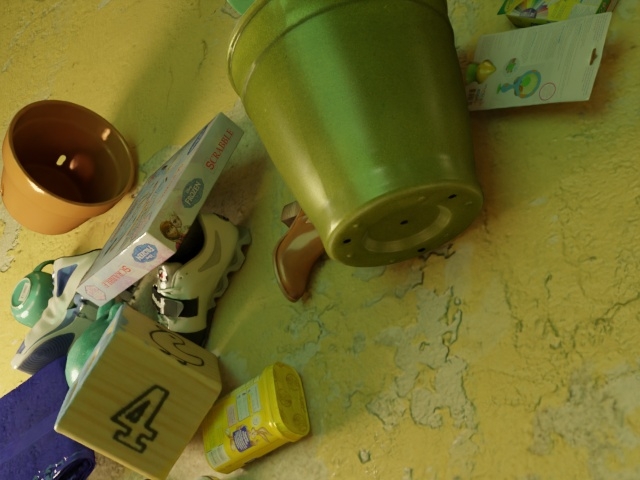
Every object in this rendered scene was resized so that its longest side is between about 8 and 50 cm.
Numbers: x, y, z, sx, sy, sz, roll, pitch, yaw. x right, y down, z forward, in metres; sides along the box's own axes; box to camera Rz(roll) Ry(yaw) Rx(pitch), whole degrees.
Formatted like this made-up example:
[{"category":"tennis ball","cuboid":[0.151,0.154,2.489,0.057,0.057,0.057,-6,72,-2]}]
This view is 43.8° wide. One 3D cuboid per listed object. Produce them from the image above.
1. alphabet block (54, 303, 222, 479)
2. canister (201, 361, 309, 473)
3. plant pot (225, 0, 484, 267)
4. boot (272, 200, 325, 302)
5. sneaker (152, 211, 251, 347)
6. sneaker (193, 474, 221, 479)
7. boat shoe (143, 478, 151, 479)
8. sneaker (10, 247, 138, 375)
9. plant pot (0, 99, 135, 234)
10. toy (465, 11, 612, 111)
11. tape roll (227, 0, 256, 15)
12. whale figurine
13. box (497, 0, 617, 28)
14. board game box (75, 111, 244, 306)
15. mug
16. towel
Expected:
[{"category":"alphabet block","cuboid":[-0.299,0.251,1.332,0.193,0.197,0.192,-58,14,3]},{"category":"canister","cuboid":[-0.109,0.287,1.278,0.170,0.073,0.126,-34,49,26]},{"category":"plant pot","cuboid":[0.074,-0.164,1.194,0.366,0.366,0.353,-31,61,26]},{"category":"boot","cuboid":[0.000,0.000,1.341,0.152,0.073,0.197,-15,61,31]},{"category":"sneaker","cuboid":[-0.263,0.097,1.470,0.122,0.146,0.331,16,80,44]},{"category":"sneaker","cuboid":[-0.221,0.490,1.205,0.102,0.161,0.282,-18,55,36]},{"category":"boat shoe","cuboid":[-0.317,0.486,1.373,0.049,0.056,0.152,7,63,49]},{"category":"sneaker","cuboid":[-0.532,0.141,1.712,0.315,0.127,0.182,-51,40,-2]},{"category":"plant pot","cuboid":[-0.601,-0.145,1.827,0.203,0.290,0.291,-42,44,39]},{"category":"toy","cuboid":[0.326,-0.255,1.199,0.237,0.056,0.137,7,76,49]},{"category":"tape roll","cuboid":[-0.051,-0.560,1.508,0.321,0.321,0.077,-38,47,20]},{"category":"whale figurine","cuboid":[-0.419,0.209,1.534,0.272,0.141,0.216,-121,43,-54]},{"category":"box","cuboid":[0.369,-0.377,1.236,0.179,0.043,0.105,26,87,44]},{"category":"board game box","cuboid":[-0.307,-0.056,1.520,0.318,0.066,0.319,-30,29,47]},{"category":"mug","cuboid":[-0.648,0.126,1.827,0.129,0.097,0.158,-43,46,16]},{"category":"towel","cuboid":[-0.532,0.379,1.530,0.227,0.076,0.308,-34,38,2]}]
